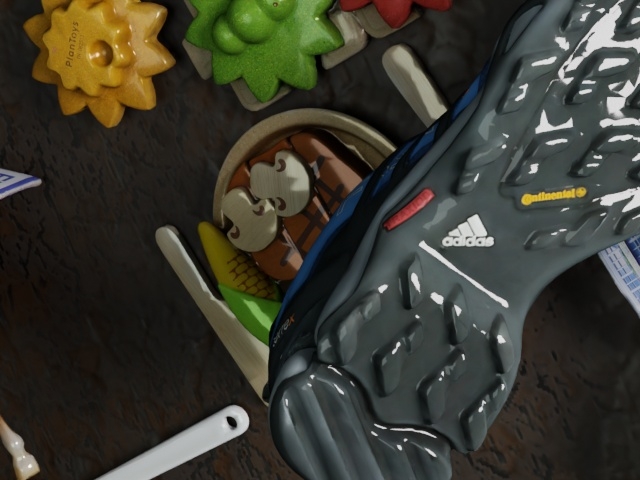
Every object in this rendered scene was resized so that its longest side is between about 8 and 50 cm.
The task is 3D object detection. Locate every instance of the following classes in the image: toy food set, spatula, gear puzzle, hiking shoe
[{"bbox_3d":[0.000,0.000,0.708,0.192,0.038,0.132,-37,88,30],"label":"toy food set"},{"bbox_3d":[-0.102,0.195,0.833,0.242,0.019,0.168,-30,90,30],"label":"spatula"},{"bbox_3d":[-0.027,-0.159,0.668,0.339,0.044,0.175,-27,93,30],"label":"gear puzzle"},{"bbox_3d":[0.077,-0.034,0.602,0.304,0.132,0.113,-46,111,2],"label":"hiking shoe"}]

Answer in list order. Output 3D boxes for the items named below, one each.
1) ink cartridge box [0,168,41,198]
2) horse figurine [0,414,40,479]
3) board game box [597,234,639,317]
[{"bbox_3d":[-0.369,0.002,0.725,0.330,0.324,0.071,16,113,21],"label":"ink cartridge box"},{"bbox_3d":[-0.239,0.078,0.788,0.174,0.066,0.263,55,154,-2],"label":"horse figurine"},{"bbox_3d":[0.203,0.041,0.611,0.194,0.060,0.194,-37,88,29],"label":"board game box"}]
